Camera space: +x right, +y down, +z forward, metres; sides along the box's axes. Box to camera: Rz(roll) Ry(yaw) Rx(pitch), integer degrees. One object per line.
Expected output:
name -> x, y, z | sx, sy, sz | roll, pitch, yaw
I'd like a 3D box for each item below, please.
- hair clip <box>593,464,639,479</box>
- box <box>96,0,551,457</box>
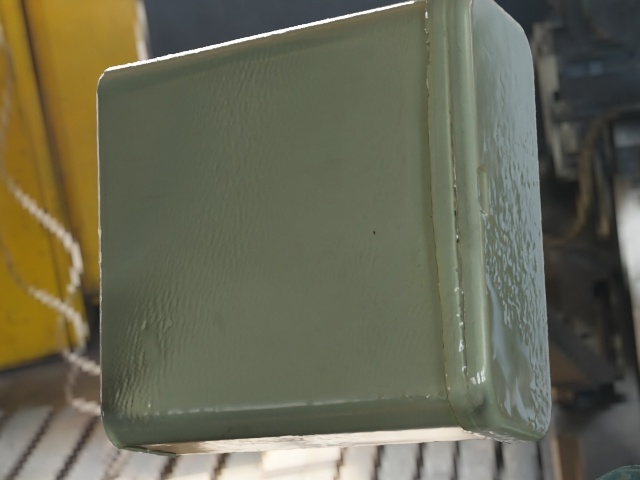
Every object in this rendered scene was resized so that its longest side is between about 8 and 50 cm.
hair clip -> 0.307, 0.258, 1.160 | 0.318, 0.238, 0.392 | -40, 19, 25
box -> 0.000, 0.000, 1.509 | 0.344, 0.351, 0.177 | -8, -14, 25
